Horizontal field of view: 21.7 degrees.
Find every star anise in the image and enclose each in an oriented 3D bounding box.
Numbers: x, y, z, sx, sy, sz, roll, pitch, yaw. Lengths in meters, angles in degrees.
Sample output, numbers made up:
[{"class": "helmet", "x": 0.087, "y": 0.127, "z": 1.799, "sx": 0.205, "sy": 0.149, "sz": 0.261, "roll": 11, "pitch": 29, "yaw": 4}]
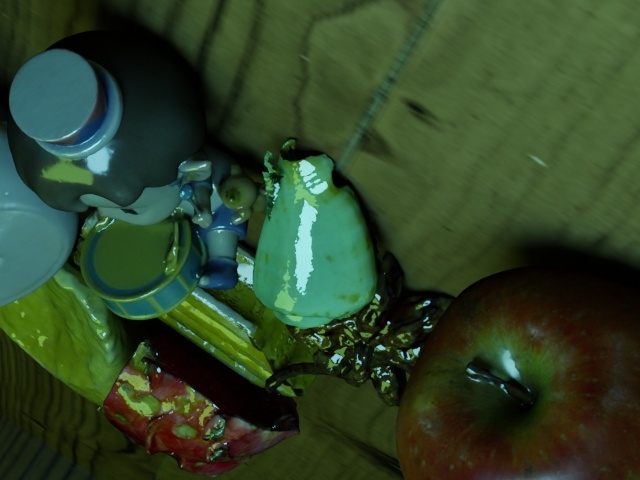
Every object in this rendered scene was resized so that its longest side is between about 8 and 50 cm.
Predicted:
[{"class": "star anise", "x": 0.040, "y": 0.094, "z": 1.428, "sx": 0.177, "sy": 0.073, "sz": 0.234, "roll": 19, "pitch": 148, "yaw": 8}]

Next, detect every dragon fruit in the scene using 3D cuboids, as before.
[{"class": "dragon fruit", "x": -0.115, "y": 0.180, "z": 1.661, "sx": 0.161, "sy": 0.126, "sz": 0.274, "roll": 36, "pitch": -171, "yaw": 12}]

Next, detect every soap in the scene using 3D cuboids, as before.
[{"class": "soap", "x": -0.104, "y": 0.049, "z": 1.572, "sx": 0.257, "sy": 0.080, "sz": 0.160, "roll": 33, "pitch": 163, "yaw": -3}, {"class": "soap", "x": -0.286, "y": 0.078, "z": 1.826, "sx": 0.306, "sy": 0.115, "sz": 0.427, "roll": 35, "pitch": 170, "yaw": 20}]

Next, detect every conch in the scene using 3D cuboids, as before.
[{"class": "conch", "x": 0.000, "y": 0.000, "z": 1.294, "sx": 0.105, "sy": 0.079, "sz": 0.170, "roll": -1, "pitch": 126, "yaw": -3}]

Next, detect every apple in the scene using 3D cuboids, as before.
[{"class": "apple", "x": 0.172, "y": 0.134, "z": 1.145, "sx": 0.230, "sy": 0.230, "sz": 0.230, "roll": 29, "pitch": 161, "yaw": 11}]

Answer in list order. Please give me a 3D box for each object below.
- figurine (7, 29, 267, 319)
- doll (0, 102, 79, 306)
[{"class": "figurine", "x": -0.151, "y": -0.061, "z": 1.259, "sx": 0.161, "sy": 0.158, "sz": 0.275, "roll": 24, "pitch": 160, "yaw": 35}, {"class": "doll", "x": -0.329, "y": -0.057, "z": 1.513, "sx": 0.221, "sy": 0.221, "sz": 0.251, "roll": 24, "pitch": 168, "yaw": 23}]
